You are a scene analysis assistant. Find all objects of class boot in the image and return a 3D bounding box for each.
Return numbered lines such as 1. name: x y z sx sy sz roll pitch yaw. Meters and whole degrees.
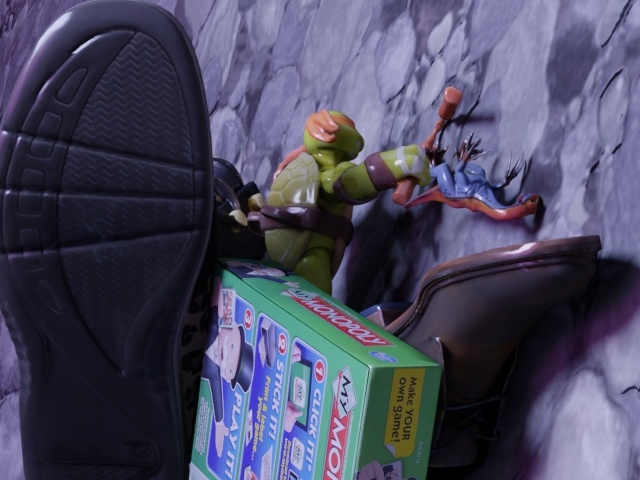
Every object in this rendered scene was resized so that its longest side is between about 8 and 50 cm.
1. boot: -0.113 -0.001 1.117 0.284 0.138 0.377 -69 -21 -68
2. boot: 0.087 0.070 0.872 0.219 0.082 0.106 -35 62 58

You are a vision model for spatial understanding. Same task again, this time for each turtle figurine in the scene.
1. turtle figurine: 0.000 0.000 1.077 0.269 0.087 0.217 -17 62 61

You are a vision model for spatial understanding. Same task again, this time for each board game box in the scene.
1. board game box: -0.021 0.190 0.940 0.213 0.046 0.317 30 115 60

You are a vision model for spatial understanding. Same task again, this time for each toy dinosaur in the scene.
1. toy dinosaur: 0.092 -0.027 0.942 0.082 0.047 0.090 -113 33 -43
